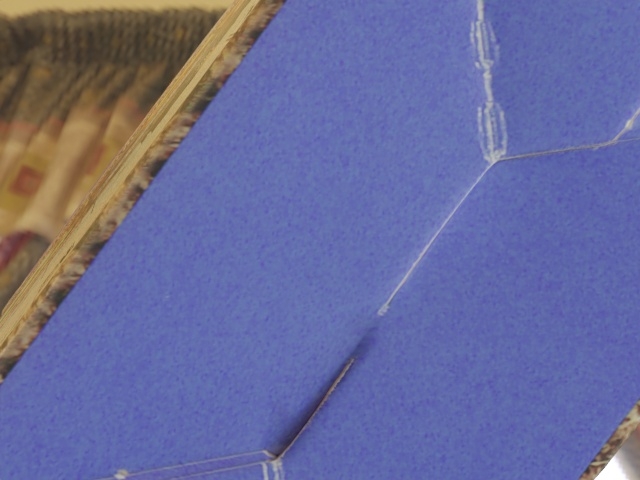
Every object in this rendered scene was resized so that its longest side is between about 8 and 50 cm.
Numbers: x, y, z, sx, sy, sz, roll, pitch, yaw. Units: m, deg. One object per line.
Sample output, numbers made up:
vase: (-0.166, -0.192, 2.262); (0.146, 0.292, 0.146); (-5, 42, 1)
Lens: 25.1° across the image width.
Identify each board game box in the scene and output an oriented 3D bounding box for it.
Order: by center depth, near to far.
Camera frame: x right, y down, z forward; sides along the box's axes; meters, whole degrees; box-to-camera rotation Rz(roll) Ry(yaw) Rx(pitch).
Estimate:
board game box: (0.000, 0.000, 0.488); (0.141, 0.232, 0.291); (37, 2, -9)
